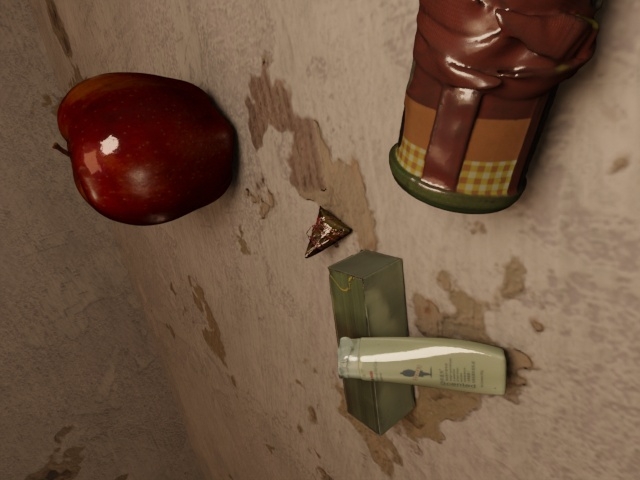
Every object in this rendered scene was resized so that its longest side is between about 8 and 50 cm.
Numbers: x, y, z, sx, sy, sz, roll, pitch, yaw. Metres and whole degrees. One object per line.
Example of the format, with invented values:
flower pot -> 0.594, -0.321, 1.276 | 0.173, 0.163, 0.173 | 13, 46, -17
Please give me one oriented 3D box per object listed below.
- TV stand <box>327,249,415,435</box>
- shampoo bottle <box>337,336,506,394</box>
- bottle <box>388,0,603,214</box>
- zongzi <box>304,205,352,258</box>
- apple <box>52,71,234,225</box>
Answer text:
TV stand -> 0.082, 0.157, 0.647 | 0.082, 0.088, 0.270 | 16, 120, 49
shampoo bottle -> 0.127, 0.162, 0.542 | 0.212, 0.049, 0.072 | -4, 114, 20
bottle -> 0.145, -0.165, 0.340 | 0.156, 0.143, 0.271 | -94, 6, -52
zongzi -> 0.000, 0.000, 0.678 | 0.067, 0.073, 0.083 | 37, 140, 8
apple -> -0.330, -0.169, 0.799 | 0.288, 0.316, 0.288 | 25, 126, 41
